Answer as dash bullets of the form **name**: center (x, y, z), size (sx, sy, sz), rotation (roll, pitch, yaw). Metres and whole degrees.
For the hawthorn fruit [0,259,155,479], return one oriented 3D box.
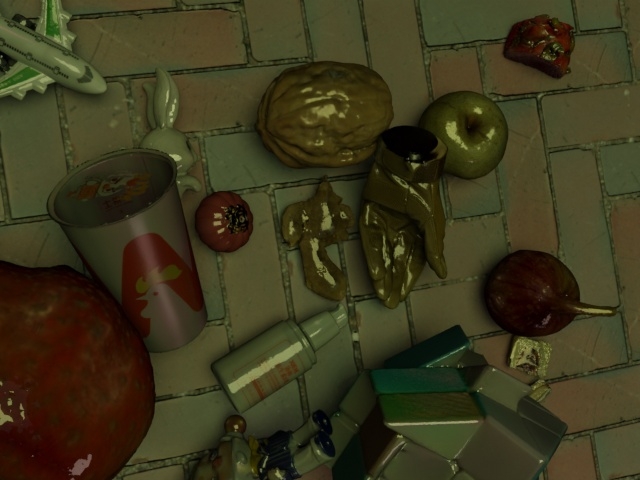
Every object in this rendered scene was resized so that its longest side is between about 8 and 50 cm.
- **hawthorn fruit**: center (-0.435, 0.237, 1.160), size (0.403, 0.403, 0.402), rotation (1, 87, -14)

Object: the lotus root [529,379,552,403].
- **lotus root**: center (0.399, 0.299, 1.567), size (0.083, 0.030, 0.037), rotation (-35, 65, -16)

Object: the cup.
- **cup**: center (-0.276, 0.028, 1.284), size (0.203, 0.203, 0.288), rotation (-24, 129, -14)

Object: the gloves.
- **gloves**: center (0.146, -0.037, 1.447), size (0.154, 0.141, 0.331), rotation (-6, 123, -15)

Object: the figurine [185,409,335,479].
- **figurine**: center (-0.100, 0.364, 1.353), size (0.274, 0.194, 0.133), rotation (-43, 130, 0)

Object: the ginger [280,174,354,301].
- **ginger**: center (0.011, 0.003, 1.469), size (0.133, 0.059, 0.214), rotation (-28, 93, -9)

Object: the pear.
- **pear**: center (0.256, -0.191, 1.502), size (0.167, 0.136, 0.167), rotation (1, 84, -13)

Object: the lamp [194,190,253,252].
- **lamp**: center (-0.164, -0.032, 1.410), size (0.107, 0.092, 0.107), rotation (5, 83, -46)

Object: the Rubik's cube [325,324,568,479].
- **Rubik's cube**: center (0.199, 0.349, 1.341), size (0.368, 0.387, 0.358), rotation (36, 101, 21)

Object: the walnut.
- **walnut**: center (0.011, -0.215, 1.413), size (0.245, 0.198, 0.198), rotation (-7, 89, -22)

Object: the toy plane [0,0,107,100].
- **toy plane**: center (-0.465, -0.309, 1.345), size (0.255, 0.101, 0.251), rotation (29, 81, -15)

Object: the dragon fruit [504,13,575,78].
- **dragon fruit**: center (0.438, -0.378, 1.576), size (0.147, 0.096, 0.102), rotation (9, 82, -15)

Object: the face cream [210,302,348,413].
- **face cream**: center (-0.059, 0.190, 1.421), size (0.252, 0.101, 0.101), rotation (-31, 95, -14)

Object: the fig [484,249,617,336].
- **fig**: center (0.399, 0.102, 1.487), size (0.175, 0.207, 0.175), rotation (-2, 98, -13)

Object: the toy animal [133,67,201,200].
- **toy animal**: center (-0.252, -0.168, 1.388), size (0.131, 0.104, 0.220), rotation (12, 85, -12)

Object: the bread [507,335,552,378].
- **bread**: center (0.398, 0.218, 1.568), size (0.083, 0.035, 0.070), rotation (20, 81, -9)
